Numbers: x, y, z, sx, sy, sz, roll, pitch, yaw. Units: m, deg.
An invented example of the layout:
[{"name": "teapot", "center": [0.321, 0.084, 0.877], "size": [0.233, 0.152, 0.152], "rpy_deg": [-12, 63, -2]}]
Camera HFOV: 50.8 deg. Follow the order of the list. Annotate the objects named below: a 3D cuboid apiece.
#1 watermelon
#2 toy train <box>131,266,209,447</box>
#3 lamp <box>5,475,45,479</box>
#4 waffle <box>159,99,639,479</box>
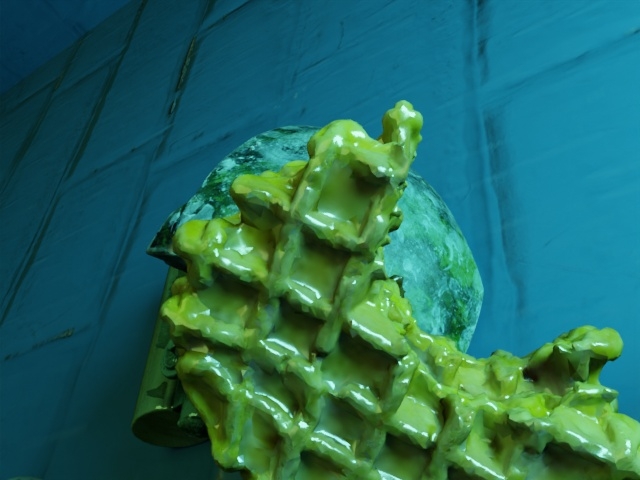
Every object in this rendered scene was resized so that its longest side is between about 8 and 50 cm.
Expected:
[{"name": "watermelon", "center": [0.000, 0.000, 0.699], "size": [0.320, 0.213, 0.289], "rpy_deg": [10, 46, -4]}, {"name": "toy train", "center": [-0.147, 0.093, 0.799], "size": [0.190, 0.126, 0.307], "rpy_deg": [-24, 43, 28]}, {"name": "lamp", "center": [-0.357, 0.334, 0.798], "size": [0.105, 0.105, 0.105], "rpy_deg": [-26, 41, 25]}, {"name": "waffle", "center": [0.048, 0.084, 0.475], "size": [0.261, 0.324, 0.151], "rpy_deg": [-42, -3, 12]}]
